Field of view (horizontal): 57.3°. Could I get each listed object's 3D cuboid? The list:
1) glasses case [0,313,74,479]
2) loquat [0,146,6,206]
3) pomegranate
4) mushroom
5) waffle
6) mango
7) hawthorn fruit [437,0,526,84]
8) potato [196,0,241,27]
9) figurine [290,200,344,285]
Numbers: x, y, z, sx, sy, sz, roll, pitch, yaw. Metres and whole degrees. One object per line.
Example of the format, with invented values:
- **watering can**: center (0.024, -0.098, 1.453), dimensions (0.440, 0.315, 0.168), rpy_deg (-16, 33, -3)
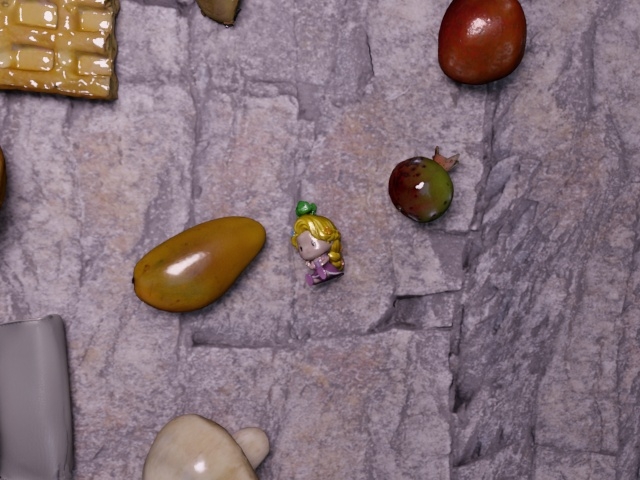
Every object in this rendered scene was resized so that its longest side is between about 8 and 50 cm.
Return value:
- **glasses case**: center (-0.506, 0.277, 1.028), dimensions (0.129, 0.083, 0.307), rpy_deg (-2, 97, -6)
- **loquat**: center (-0.620, -0.092, 0.861), dimensions (0.284, 0.276, 0.275), rpy_deg (30, 90, -24)
- **pomegranate**: center (0.196, -0.114, 1.105), dimensions (0.130, 0.129, 0.159), rpy_deg (21, 85, -13)
- **mushroom**: center (-0.182, 0.423, 1.049), dimensions (0.234, 0.254, 0.260), rpy_deg (-31, 142, -41)
- **waffle**: center (-0.484, -0.412, 0.954), dimensions (0.305, 0.077, 0.347), rpy_deg (4, 96, -11)
- **mango**: center (-0.208, 0.042, 1.047), dimensions (0.254, 0.113, 0.138), rpy_deg (-29, 98, -14)
- **hawthorn fruit**: center (0.294, -0.381, 1.062), dimensions (0.169, 0.169, 0.188), rpy_deg (-16, 141, -10)
- **potato**: center (-0.164, -0.471, 1.005), dimensions (0.101, 0.089, 0.171), rpy_deg (22, 93, -11)
- **figurine**: center (0.000, 0.000, 1.108), dimensions (0.095, 0.115, 0.156), rpy_deg (-27, 81, 25)
